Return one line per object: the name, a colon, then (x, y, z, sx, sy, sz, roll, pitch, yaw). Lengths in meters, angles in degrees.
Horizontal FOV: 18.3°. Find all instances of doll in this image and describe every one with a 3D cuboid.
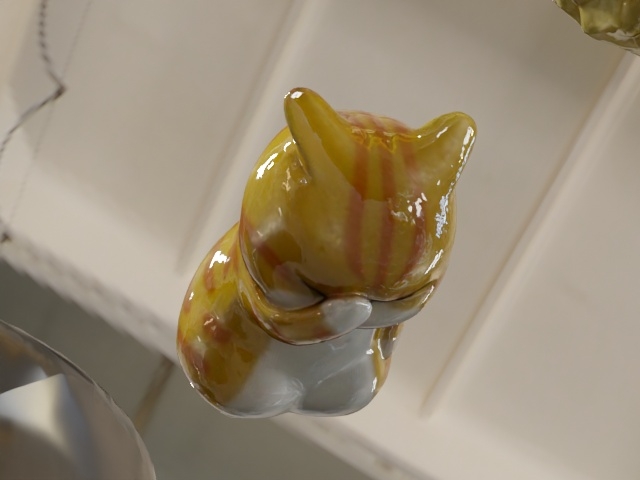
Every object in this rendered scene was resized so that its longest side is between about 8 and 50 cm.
doll: (0.001, 0.020, 1.394, 0.269, 0.166, 0.162, -50, -131, 51)

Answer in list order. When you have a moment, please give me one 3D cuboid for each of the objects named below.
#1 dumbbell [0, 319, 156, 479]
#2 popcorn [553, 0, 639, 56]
dumbbell: (-0.125, 0.164, 0.414, 0.185, 0.388, 0.185, -2, -40, -2)
popcorn: (0.224, -0.251, 1.129, 0.225, 0.332, 0.265, 5, -58, 63)
